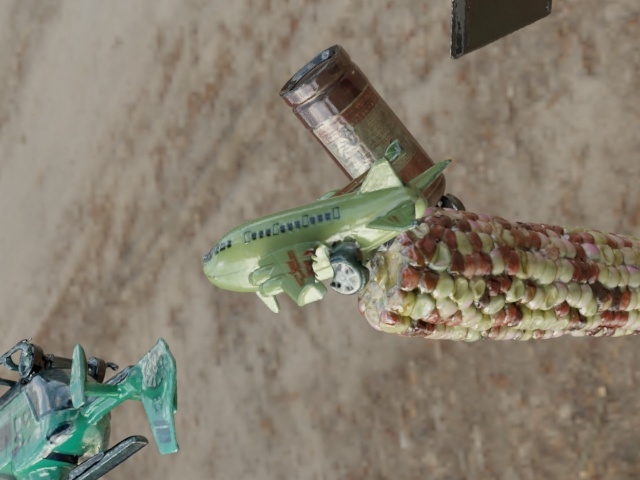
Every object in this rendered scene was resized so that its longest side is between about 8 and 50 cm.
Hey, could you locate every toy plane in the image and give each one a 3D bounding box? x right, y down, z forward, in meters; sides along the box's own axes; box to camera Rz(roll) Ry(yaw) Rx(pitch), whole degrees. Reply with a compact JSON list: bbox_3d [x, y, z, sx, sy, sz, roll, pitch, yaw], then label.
[{"bbox_3d":[0.000,0.000,0.565,0.111,0.102,0.040,-27,105,35],"label":"toy plane"},{"bbox_3d":[-0.141,0.101,0.821,0.235,0.060,0.096,-35,48,46],"label":"toy plane"}]

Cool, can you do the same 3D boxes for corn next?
[{"bbox_3d":[0.146,0.028,1.054,0.092,0.280,0.092,-13,75,60],"label":"corn"}]

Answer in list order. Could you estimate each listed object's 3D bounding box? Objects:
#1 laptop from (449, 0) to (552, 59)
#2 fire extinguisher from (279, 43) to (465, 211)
[{"bbox_3d":[0.153,-0.253,1.197,0.016,0.135,0.197,25,131,37],"label":"laptop"},{"bbox_3d":[0.069,-0.060,1.367,0.252,0.075,0.106,51,180,-14],"label":"fire extinguisher"}]
